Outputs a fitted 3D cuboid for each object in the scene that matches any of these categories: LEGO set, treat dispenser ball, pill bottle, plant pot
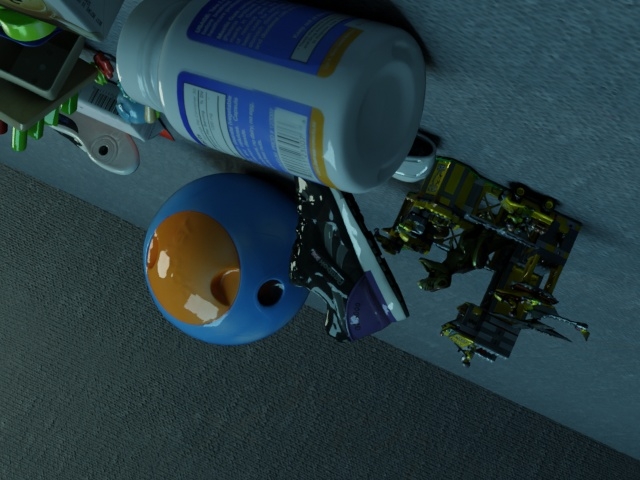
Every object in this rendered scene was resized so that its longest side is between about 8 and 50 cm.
[{"bbox_3d":[0.178,0.048,1.378,0.255,0.192,0.331,26,170,-7],"label":"LEGO set"},{"bbox_3d":[-0.150,0.031,1.837,0.288,0.288,0.288,24,171,4],"label":"treat dispenser ball"},{"bbox_3d":[-0.053,-0.149,1.023,0.272,0.152,0.152,20,170,30],"label":"pill bottle"},{"bbox_3d":[-0.368,-0.242,1.426,0.109,0.109,0.096,25,166,0],"label":"plant pot"}]

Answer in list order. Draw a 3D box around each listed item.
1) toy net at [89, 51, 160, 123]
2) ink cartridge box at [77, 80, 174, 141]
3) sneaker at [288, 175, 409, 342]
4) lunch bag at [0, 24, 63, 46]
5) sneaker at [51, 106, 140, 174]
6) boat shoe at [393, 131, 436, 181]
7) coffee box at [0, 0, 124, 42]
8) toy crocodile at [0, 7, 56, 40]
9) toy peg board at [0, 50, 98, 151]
[{"bbox_3d":[-0.247,-0.218,1.503,0.122,0.045,0.232,58,158,-13],"label":"toy net"},{"bbox_3d":[-0.347,-0.206,1.767,0.189,0.066,0.232,24,167,9],"label":"ink cartridge box"},{"bbox_3d":[0.000,0.000,1.419,0.283,0.124,0.107,63,-174,-4],"label":"sneaker"},{"bbox_3d":[-0.371,-0.289,1.277,0.129,0.096,0.151,22,-177,7],"label":"lunch bag"},{"bbox_3d":[-0.377,-0.176,1.930,0.217,0.079,0.121,35,180,21],"label":"sneaker"},{"bbox_3d":[0.042,-0.120,1.224,0.184,0.066,0.063,27,157,2],"label":"boat shoe"},{"bbox_3d":[-0.323,-0.302,0.976,0.297,0.119,0.168,22,171,17],"label":"coffee box"},{"bbox_3d":[-0.366,-0.281,1.145,0.340,0.105,0.115,2,146,13],"label":"toy crocodile"},{"bbox_3d":[-0.421,-0.207,1.518,0.160,0.161,0.079,30,136,11],"label":"toy peg board"}]
